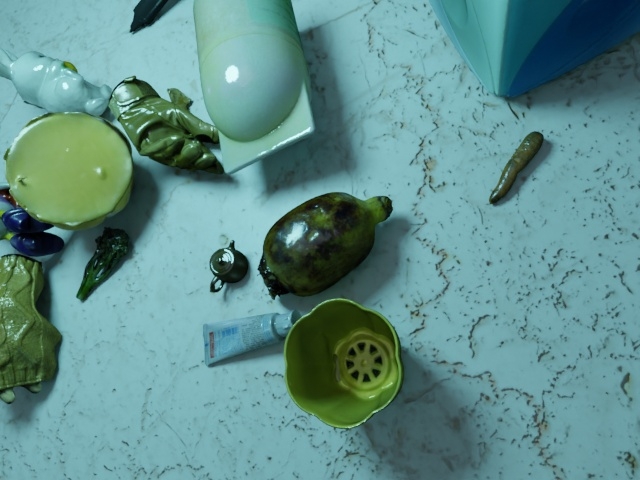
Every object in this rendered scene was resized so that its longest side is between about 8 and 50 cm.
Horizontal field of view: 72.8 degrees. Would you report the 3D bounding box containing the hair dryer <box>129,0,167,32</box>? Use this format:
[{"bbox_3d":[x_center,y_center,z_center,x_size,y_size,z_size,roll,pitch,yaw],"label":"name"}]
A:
[{"bbox_3d":[-0.447,-0.722,1.215,0.352,0.189,0.107,-38,63,19],"label":"hair dryer"}]

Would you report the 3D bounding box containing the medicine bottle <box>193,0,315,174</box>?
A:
[{"bbox_3d":[-0.143,-0.358,0.951,0.236,0.236,0.405,-17,69,13],"label":"medicine bottle"}]

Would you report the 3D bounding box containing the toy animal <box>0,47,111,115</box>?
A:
[{"bbox_3d":[-0.745,-0.427,1.184,0.326,0.208,0.154,18,98,-18],"label":"toy animal"}]

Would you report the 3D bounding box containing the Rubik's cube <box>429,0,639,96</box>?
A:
[{"bbox_3d":[0.392,-0.521,0.759,0.352,0.351,0.347,-28,67,12],"label":"Rubik's cube"}]

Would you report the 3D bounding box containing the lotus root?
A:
[{"bbox_3d":[0.000,0.000,0.845,0.314,0.141,0.169,-35,70,5],"label":"lotus root"}]

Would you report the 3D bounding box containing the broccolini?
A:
[{"bbox_3d":[-0.538,0.058,1.053,0.091,0.068,0.202,30,86,5],"label":"broccolini"}]

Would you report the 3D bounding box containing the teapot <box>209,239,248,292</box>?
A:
[{"bbox_3d":[-0.207,0.057,0.938,0.076,0.068,0.121,22,82,23],"label":"teapot"}]

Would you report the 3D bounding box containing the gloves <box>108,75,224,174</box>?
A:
[{"bbox_3d":[-0.355,-0.250,1.030,0.331,0.154,0.141,42,124,11],"label":"gloves"}]

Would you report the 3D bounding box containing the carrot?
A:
[{"bbox_3d":[0.368,-0.138,0.823,0.036,0.036,0.165,36,90,24],"label":"carrot"}]

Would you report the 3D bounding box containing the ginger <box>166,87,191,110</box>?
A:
[{"bbox_3d":[-0.371,-0.342,1.132,0.058,0.044,0.137,-20,66,31],"label":"ginger"}]

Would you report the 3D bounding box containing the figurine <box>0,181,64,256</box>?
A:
[{"bbox_3d":[-0.858,-0.067,1.125,0.421,0.193,0.154,24,126,30],"label":"figurine"}]

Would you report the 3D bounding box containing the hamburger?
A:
[{"bbox_3d":[-0.584,-0.161,1.041,0.276,0.277,0.237,-65,23,-8],"label":"hamburger"}]

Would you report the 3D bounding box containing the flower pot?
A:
[{"bbox_3d":[0.057,0.209,0.741,0.195,0.179,0.194,-6,71,18],"label":"flower pot"}]

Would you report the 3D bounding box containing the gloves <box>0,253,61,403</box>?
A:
[{"bbox_3d":[-0.742,0.205,1.028,0.203,0.155,0.356,-24,71,15],"label":"gloves"}]

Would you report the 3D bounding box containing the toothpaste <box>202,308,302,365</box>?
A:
[{"bbox_3d":[-0.149,0.192,0.890,0.235,0.057,0.089,-17,67,20],"label":"toothpaste"}]
